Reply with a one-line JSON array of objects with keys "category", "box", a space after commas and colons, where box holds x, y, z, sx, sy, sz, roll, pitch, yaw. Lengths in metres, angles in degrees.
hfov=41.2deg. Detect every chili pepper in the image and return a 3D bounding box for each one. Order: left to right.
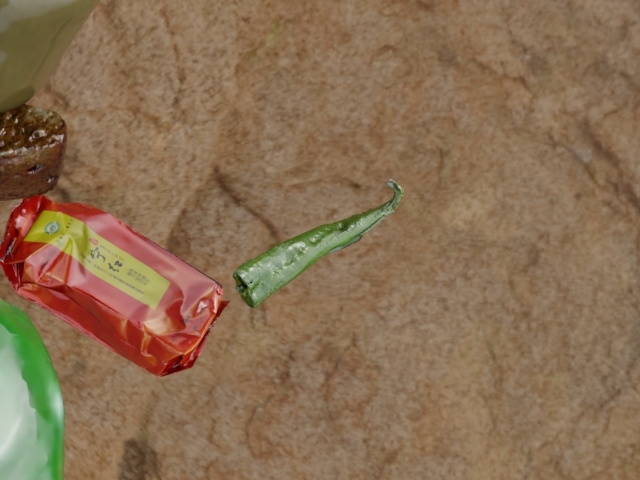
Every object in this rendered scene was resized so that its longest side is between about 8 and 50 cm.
[{"category": "chili pepper", "box": [0.001, 0.000, 1.566, 0.359, 0.076, 0.085, -32, 112, -17]}]

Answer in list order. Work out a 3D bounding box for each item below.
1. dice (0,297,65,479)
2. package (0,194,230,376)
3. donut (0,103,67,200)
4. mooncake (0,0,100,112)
[{"category": "dice", "box": [-0.359, 0.156, 0.533, 0.300, 0.297, 0.287, 21, 72, -51]}, {"category": "package", "box": [-0.383, 0.074, 1.564, 0.423, 0.123, 0.196, 33, 46, -11]}, {"category": "donut", "box": [-0.385, -0.099, 1.061, 0.126, 0.187, 0.144, -8, 59, -24]}, {"category": "mooncake", "box": [-0.457, -0.341, 0.930, 0.467, 0.467, 0.262, 27, 118, -23]}]
